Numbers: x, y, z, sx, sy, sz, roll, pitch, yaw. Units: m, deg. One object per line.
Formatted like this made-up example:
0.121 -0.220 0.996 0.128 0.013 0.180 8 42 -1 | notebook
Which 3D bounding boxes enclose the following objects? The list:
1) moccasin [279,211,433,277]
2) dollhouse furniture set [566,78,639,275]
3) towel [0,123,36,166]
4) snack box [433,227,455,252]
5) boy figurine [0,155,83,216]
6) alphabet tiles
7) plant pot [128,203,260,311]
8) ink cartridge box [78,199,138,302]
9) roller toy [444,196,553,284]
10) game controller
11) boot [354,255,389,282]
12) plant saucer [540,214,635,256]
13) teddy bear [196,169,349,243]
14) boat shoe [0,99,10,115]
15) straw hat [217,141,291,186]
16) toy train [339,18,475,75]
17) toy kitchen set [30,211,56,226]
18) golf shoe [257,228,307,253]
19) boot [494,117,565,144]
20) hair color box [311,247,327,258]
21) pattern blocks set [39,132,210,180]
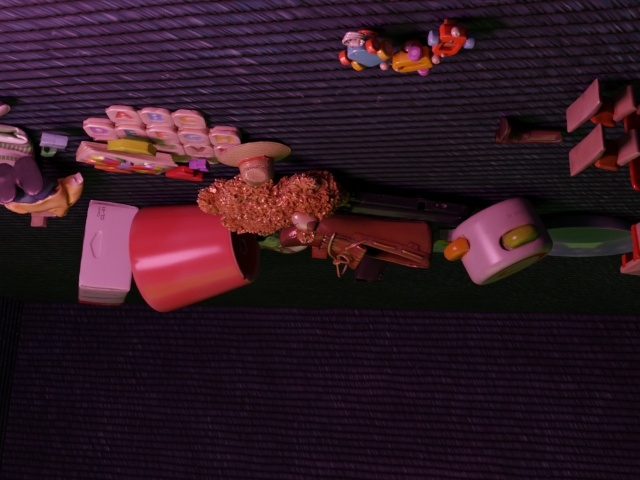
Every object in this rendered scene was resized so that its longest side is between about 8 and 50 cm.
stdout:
0.088 0.014 2.040 0.380 0.146 0.139 6 167 -9 | moccasin
0.496 -0.090 1.220 0.262 0.259 0.135 8 157 -13 | dollhouse furniture set
-0.698 -0.179 1.646 0.248 0.038 0.325 7 167 -17 | towel
0.344 0.002 2.170 0.100 0.037 0.141 5 168 -4 | snack box
-0.579 -0.107 1.742 0.177 0.092 0.285 -17 176 2 | boy figurine
-0.285 -0.187 1.535 0.284 0.021 0.278 4 167 -1 | alphabet tiles
-0.293 0.028 2.005 0.243 0.274 0.275 -10 164 15 | plant pot
-0.562 0.043 2.168 0.131 0.226 0.306 7 168 -17 | ink cartridge box
0.391 -0.003 1.807 0.209 0.146 0.191 -34 163 31 | roller toy
0.173 -0.081 1.832 0.319 0.067 0.166 7 -179 -12 | game controller
0.181 0.056 2.227 0.198 0.137 0.077 4 168 -4 | boot
0.633 -0.012 2.019 0.318 0.043 0.317 3 167 1 | plant saucer
-0.107 -0.065 1.747 0.338 0.113 0.245 5 148 21 | teddy bear
-0.570 -0.222 1.416 0.046 0.038 0.125 -31 -170 -34 | boat shoe
-0.120 -0.136 1.564 0.145 0.061 0.144 -9 169 -2 | straw hat
0.107 -0.259 1.062 0.166 0.046 0.125 1 166 -5 | toy train
-0.652 -0.069 2.015 0.068 0.083 0.075 0 167 18 | toy kitchen set
-0.119 -0.005 2.196 0.186 0.067 0.086 2 166 6 | golf shoe
0.352 -0.178 1.364 0.114 0.037 0.106 6 -179 5 | boot
0.000 0.000 2.176 0.043 0.071 0.141 4 166 -1 | hair color box
-0.379 -0.157 1.605 0.325 0.026 0.285 7 174 -12 | pattern blocks set
